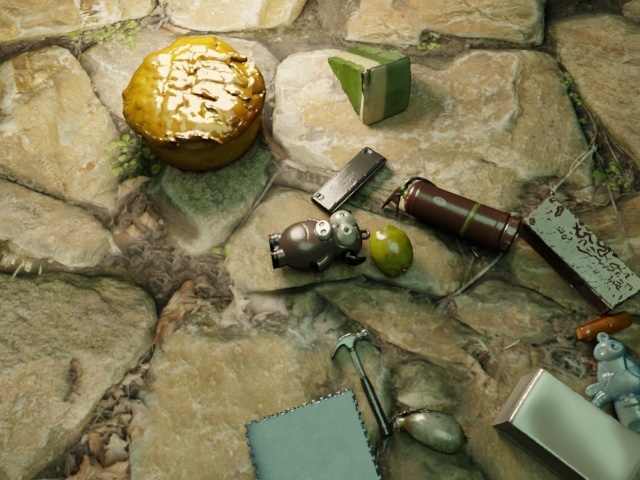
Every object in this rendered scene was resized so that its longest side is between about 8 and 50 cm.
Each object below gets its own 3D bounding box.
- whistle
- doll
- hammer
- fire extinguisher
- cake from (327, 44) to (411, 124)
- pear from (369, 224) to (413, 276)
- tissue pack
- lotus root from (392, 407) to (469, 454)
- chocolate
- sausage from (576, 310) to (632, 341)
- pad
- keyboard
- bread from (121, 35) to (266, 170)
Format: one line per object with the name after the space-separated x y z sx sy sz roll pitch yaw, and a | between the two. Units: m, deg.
0.670 0.332 1.166 0.180 0.093 0.269 -24 64 20 | whistle
-0.001 0.002 1.339 0.257 0.117 0.182 -13 52 1 | doll
0.102 0.335 1.234 0.103 0.029 0.247 -19 68 -5 | hammer
0.324 -0.062 1.359 0.341 0.105 0.142 24 98 20 | fire extinguisher
0.137 -0.466 1.578 0.157 0.172 0.283 -21 33 -13 | cake
0.178 0.025 1.328 0.107 0.107 0.131 -28 82 -9 | pear
0.510 0.406 1.108 0.246 0.159 0.136 36 74 16 | tissue pack
0.242 0.412 1.164 0.165 0.088 0.088 16 68 21 | lotus root
0.619 0.032 1.303 0.112 0.112 0.321 -37 70 -2 | chocolate
0.665 0.203 1.251 0.131 0.041 0.039 -19 88 -5 | sausage
-0.012 0.492 1.166 0.269 0.012 0.269 -19 71 -4 | pad
0.077 -0.167 1.455 0.230 0.025 0.093 -44 59 -15 | keyboard
-0.341 -0.374 1.476 0.397 0.215 0.399 -1 66 2 | bread
